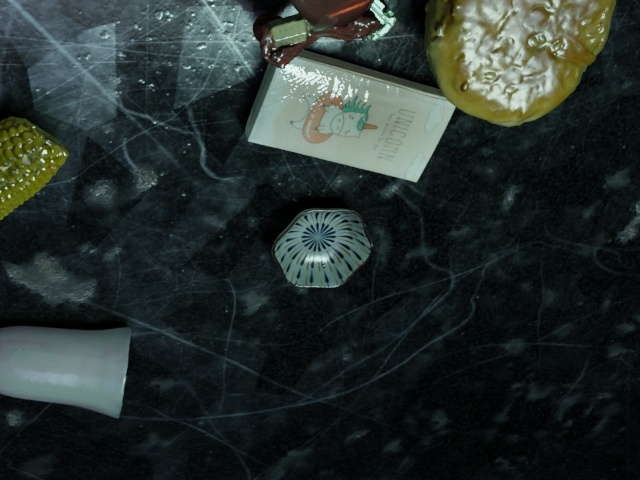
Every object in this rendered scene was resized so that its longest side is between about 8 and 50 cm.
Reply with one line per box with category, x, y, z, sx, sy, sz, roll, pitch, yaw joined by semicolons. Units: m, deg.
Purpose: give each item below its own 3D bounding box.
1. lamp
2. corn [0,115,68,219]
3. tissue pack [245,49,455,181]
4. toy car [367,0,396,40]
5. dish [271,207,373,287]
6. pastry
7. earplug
lamp;0.003;-0.365;1.280;0.215;0.151;0.223;-12;112;-7
corn;-0.572;-0.065;1.407;0.387;0.144;0.144;-35;128;8
tissue pack;0.051;-0.208;1.493;0.326;0.071;0.170;12;121;-22
toy car;0.063;-0.366;1.394;0.122;0.035;0.059;39;111;-23
dish;0.000;0.000;1.650;0.191;0.066;0.190;-6;126;-9
pastry;0.297;-0.345;1.373;0.285;0.184;0.315;17;112;-15
earplug;-0.512;0.226;1.651;0.301;0.172;0.172;9;125;-12
